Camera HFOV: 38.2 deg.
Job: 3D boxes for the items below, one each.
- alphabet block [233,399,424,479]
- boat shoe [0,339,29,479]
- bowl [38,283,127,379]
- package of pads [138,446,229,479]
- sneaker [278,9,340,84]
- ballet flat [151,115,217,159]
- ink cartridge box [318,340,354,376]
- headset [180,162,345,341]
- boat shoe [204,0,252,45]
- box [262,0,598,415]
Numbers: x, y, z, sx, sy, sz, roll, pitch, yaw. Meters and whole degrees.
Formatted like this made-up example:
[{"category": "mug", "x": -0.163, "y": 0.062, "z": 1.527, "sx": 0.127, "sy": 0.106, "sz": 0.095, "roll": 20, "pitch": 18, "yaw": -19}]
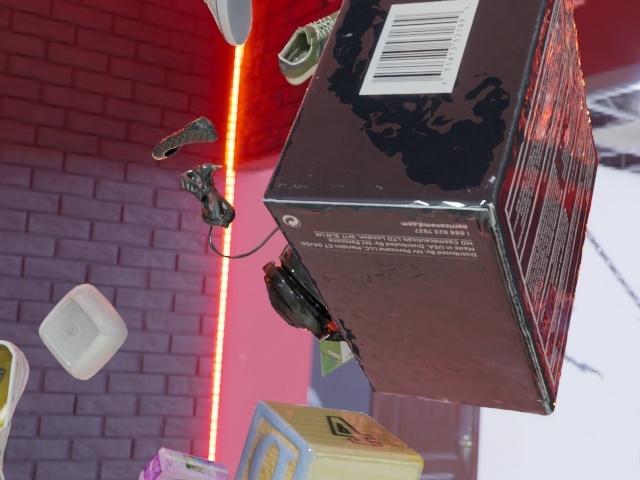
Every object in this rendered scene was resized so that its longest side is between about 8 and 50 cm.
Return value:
[{"category": "alphabet block", "x": 0.003, "y": 0.361, "z": 1.362, "sx": 0.197, "sy": 0.192, "sz": 0.193, "roll": 14, "pitch": 7, "yaw": -29}, {"category": "boat shoe", "x": -0.624, "y": 0.353, "z": 1.678, "sx": 0.136, "sy": 0.367, "sz": 0.156, "roll": 17, "pitch": -22, "yaw": -4}, {"category": "bowl", "x": -0.431, "y": 0.161, "z": 1.645, "sx": 0.142, "sy": 0.142, "sz": 0.053, "roll": 47, "pitch": 10, "yaw": 17}, {"category": "package of pads", "x": -0.142, "y": 0.248, "z": 0.963, "sx": 0.083, "sy": 0.050, "sz": 0.032, "roll": 24, "pitch": 27, "yaw": -34}, {"category": "sneaker", "x": -0.006, "y": -0.389, "z": 1.787, "sx": 0.064, "sy": 0.192, "sz": 0.086, "roll": 46, "pitch": 1, "yaw": 27}, {"category": "ballet flat", "x": -0.252, "y": -0.175, "z": 1.678, "sx": 0.173, "sy": 0.049, "sz": 0.057, "roll": -20, "pitch": 15, "yaw": 46}, {"category": "ink cartridge box", "x": 0.053, "y": 0.143, "z": 1.632, "sx": 0.109, "sy": 0.209, "sz": 0.062, "roll": -28, "pitch": 35, "yaw": -37}, {"category": "headset", "x": 0.000, "y": 0.000, "z": 1.251, "sx": 0.394, "sy": 0.243, "sz": 0.185, "roll": 16, "pitch": 23, "yaw": -41}, {"category": "boat shoe", "x": -0.195, "y": -0.493, "z": 1.734, "sx": 0.084, "sy": 0.258, "sz": 0.095, "roll": 5, "pitch": 28, "yaw": 30}, {"category": "box", "x": 0.118, "y": -0.053, "z": 0.794, "sx": 0.183, "sy": 0.296, "sz": 0.294, "roll": 3, "pitch": -36, "yaw": 26}]
